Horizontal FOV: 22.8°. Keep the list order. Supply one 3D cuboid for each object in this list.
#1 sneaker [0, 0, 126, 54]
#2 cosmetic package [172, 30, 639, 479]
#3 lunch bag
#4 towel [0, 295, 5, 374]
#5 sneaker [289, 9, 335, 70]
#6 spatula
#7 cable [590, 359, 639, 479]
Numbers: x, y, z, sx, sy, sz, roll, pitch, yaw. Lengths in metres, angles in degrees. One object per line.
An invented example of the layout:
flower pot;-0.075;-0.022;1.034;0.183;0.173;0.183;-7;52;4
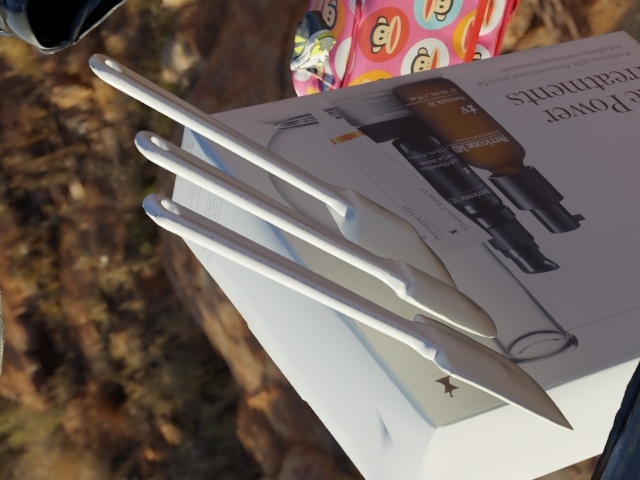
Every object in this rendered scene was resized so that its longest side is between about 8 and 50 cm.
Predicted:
sneaker;-0.128;-0.106;0.647;0.051;0.170;0.089;53;-169;-40
cosmetic package;0.135;0.002;1.027;0.284;0.377;0.097;51;142;34
lunch bag;0.117;-0.265;1.778;0.120;0.258;0.293;41;127;47
towel;-0.330;0.046;1.432;0.312;0.056;0.324;109;149;-49
sneaker;-0.008;-0.172;1.364;0.083;0.031;0.035;140;116;-67
spatula;0.000;0.000;0.724;0.019;0.242;0.168;-51;36;18
cable;0.120;0.150;0.626;0.072;0.287;0.139;19;138;18
